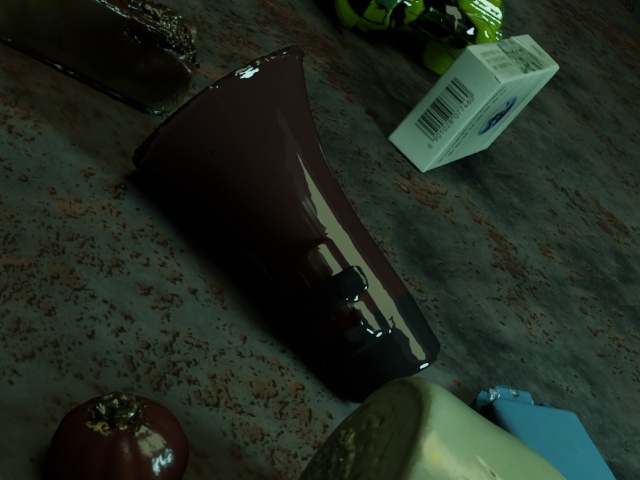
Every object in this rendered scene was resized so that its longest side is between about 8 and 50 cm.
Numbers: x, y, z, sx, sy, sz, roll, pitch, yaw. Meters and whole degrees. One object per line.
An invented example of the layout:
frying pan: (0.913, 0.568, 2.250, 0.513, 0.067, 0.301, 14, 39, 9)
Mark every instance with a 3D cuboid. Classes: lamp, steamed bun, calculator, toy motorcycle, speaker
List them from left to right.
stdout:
lamp: (-0.145, 0.153, 1.228, 0.101, 0.090, 0.101, 2, 25, -1)
speaker: (-0.023, 0.003, 1.668, 0.329, 0.198, 0.259, 57, -16, -1)
toy motorcycle: (0.118, -0.345, 2.409, 0.342, 0.142, 0.206, 24, 31, -32)
steamed bun: (0.092, 0.208, 1.307, 0.200, 0.154, 0.250, 33, -20, -13)
calculator: (0.251, 0.261, 1.698, 0.173, 0.051, 0.293, 16, 35, -47)

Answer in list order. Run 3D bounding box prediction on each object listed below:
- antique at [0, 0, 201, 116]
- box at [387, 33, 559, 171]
antique: (-0.256, -0.234, 1.705, 0.310, 0.093, 0.087, 26, 28, -33)
box: (0.205, -0.184, 2.238, 0.069, 0.164, 0.256, 46, 24, 10)
